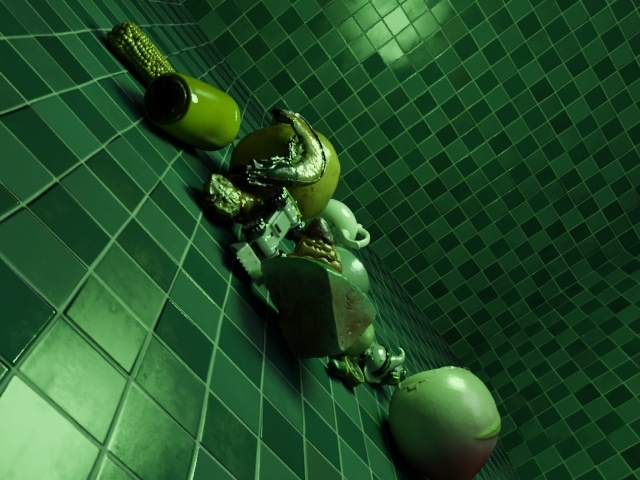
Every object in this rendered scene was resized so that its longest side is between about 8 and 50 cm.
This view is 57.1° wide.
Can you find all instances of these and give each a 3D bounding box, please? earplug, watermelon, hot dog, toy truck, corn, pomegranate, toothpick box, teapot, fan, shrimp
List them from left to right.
[{"bbox_3d":[-0.469,-0.475,1.645,0.292,0.101,0.101,52,10,-30],"label":"corn"},{"bbox_3d":[-0.342,-0.342,1.559,0.175,0.175,0.271,56,14,11],"label":"toothpick box"},{"bbox_3d":[-0.231,-0.105,1.497,0.213,0.103,0.146,-4,71,-61],"label":"hot dog"},{"bbox_3d":[-0.133,-0.014,1.439,0.136,0.111,0.286,58,42,-26],"label":"toy truck"},{"bbox_3d":[-0.112,-0.239,1.530,0.054,0.290,0.222,-16,-91,56],"label":"shrimp"},{"bbox_3d":[-0.115,-0.216,1.743,0.342,0.342,0.342,52,10,-13],"label":"pomegranate"},{"bbox_3d":[-0.022,0.157,1.324,0.262,0.213,0.201,47,51,-33],"label":"watermelon"},{"bbox_3d":[0.034,-0.043,2.041,0.139,0.298,0.204,-46,140,-53],"label":"teapot"},{"bbox_3d":[0.061,0.126,1.925,0.214,0.175,0.325,59,0,1],"label":"earplug"},{"bbox_3d":[0.060,0.335,1.522,0.155,0.039,0.082,37,20,-56],"label":"fan"}]

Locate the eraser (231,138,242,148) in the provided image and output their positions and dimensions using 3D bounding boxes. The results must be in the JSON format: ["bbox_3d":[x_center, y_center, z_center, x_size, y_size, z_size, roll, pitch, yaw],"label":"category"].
[{"bbox_3d":[-0.198,-0.271,2.258,0.352,0.077,0.111,43,15,-47],"label":"eraser"}]

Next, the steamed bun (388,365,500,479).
[{"bbox_3d":[0.329,0.508,1.550,0.309,0.309,0.309,52,10,-13],"label":"steamed bun"}]

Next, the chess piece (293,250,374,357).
[{"bbox_3d":[0.030,0.165,1.611,0.330,0.182,0.182,59,10,-3],"label":"chess piece"}]

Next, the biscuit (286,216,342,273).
[{"bbox_3d":[-0.019,0.079,1.501,0.183,0.280,0.043,12,-3,-20],"label":"biscuit"}]

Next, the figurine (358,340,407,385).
[{"bbox_3d":[0.187,0.374,1.777,0.192,0.126,0.147,36,36,-26],"label":"figurine"}]
